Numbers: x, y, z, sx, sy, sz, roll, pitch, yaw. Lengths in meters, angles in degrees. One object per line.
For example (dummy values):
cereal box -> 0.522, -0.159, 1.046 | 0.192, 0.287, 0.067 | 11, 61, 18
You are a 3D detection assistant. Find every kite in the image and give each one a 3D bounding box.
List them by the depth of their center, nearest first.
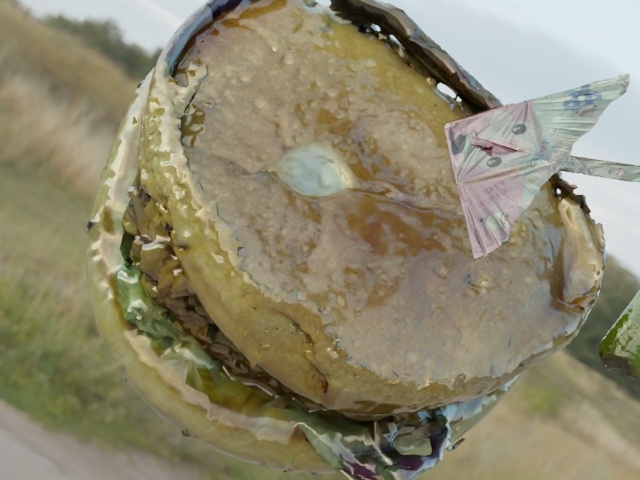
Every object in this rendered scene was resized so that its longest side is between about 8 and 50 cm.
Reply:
kite -> 0.119, -0.036, 0.755 | 0.153, 0.137, 0.005 | 23, -27, 40

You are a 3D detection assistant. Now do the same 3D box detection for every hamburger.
hamburger -> 0.000, 0.000, 0.958 | 0.318, 0.277, 0.195 | 47, -35, 0

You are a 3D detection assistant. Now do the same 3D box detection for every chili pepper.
chili pepper -> 0.247, 0.002, 0.965 | 0.052, 0.201, 0.050 | 32, 7, 10
